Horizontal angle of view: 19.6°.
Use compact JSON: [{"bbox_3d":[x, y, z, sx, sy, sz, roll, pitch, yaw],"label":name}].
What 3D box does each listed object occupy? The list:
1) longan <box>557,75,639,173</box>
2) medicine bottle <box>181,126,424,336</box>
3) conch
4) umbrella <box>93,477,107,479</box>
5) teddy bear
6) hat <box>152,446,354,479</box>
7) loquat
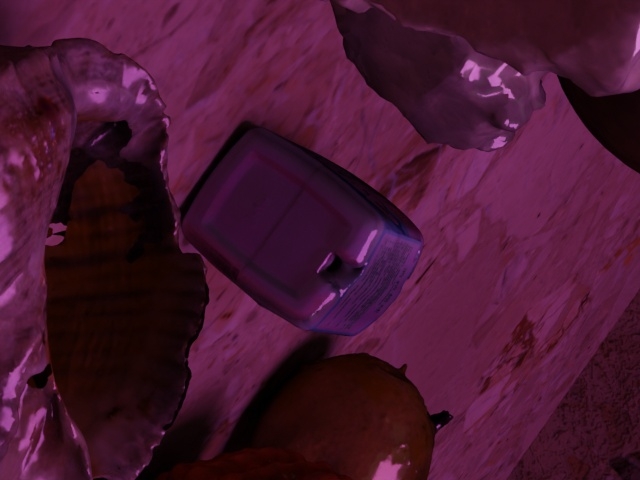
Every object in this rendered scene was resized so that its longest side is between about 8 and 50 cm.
[{"bbox_3d":[0.331,-0.186,1.473,0.319,0.319,0.319,-46,162,-20],"label":"longan"},{"bbox_3d":[0.000,0.000,1.228,0.094,0.119,0.188,-54,163,6],"label":"medicine bottle"},{"bbox_3d":[-0.132,0.009,0.797,0.178,0.245,0.163,-18,-172,-20],"label":"conch"},{"bbox_3d":[-0.139,0.149,1.340,0.022,0.022,0.149,30,100,-31],"label":"umbrella"},{"bbox_3d":[0.097,-0.197,0.777,0.362,0.375,0.327,-6,105,-46],"label":"teddy bear"},{"bbox_3d":[-0.113,0.324,1.358,0.400,0.285,0.285,-19,143,-56],"label":"hat"},{"bbox_3d":[0.012,0.185,1.598,0.204,0.149,0.172,-31,158,-18],"label":"loquat"}]
